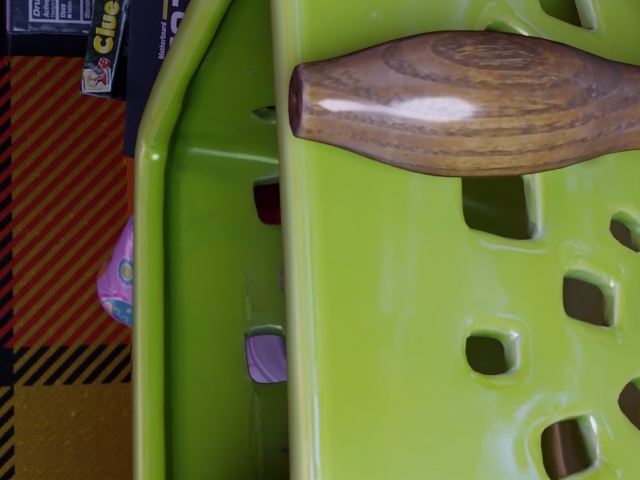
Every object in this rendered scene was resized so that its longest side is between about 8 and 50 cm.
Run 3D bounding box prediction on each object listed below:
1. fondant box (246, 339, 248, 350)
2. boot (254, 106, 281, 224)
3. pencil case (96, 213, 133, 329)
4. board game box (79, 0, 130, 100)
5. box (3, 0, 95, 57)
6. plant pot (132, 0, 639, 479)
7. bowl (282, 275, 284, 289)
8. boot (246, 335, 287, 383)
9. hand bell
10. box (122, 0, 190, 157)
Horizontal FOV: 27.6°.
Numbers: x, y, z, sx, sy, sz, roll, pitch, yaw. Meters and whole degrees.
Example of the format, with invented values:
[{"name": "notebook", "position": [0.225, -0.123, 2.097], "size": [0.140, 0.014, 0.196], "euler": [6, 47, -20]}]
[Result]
[{"name": "fondant box", "position": [-0.116, 0.082, 1.520], "size": [0.330, 0.096, 0.238], "euler": [-106, 22, -43]}, {"name": "boot", "position": [0.008, -0.127, 0.766], "size": [0.284, 0.138, 0.377], "euler": [-65, 8, -30]}, {"name": "pencil case", "position": [-0.110, -0.023, 1.282], "size": [0.284, 0.124, 0.124], "euler": [-48, 38, 32]}, {"name": "board game box", "position": [-0.139, -0.177, 1.057], "size": [0.259, 0.030, 0.136], "euler": [-35, -46, -85]}, {"name": "box", "position": [-0.203, -0.358, 1.449], "size": [0.182, 0.293, 0.296], "euler": [180, 90, -75]}, {"name": "plant pot", "position": [0.051, 0.021, 0.483], "size": [0.228, 0.207, 0.227], "euler": [132, 139, -63]}, {"name": "bowl", "position": [0.000, 0.000, 0.975], "size": [0.142, 0.053, 0.142], "euler": [-88, -4, -52]}, {"name": "boot", "position": [-0.012, 0.045, 1.091], "size": [0.258, 0.095, 0.123], "euler": [-113, 35, -63]}, {"name": "hand bell", "position": [0.111, -0.039, 0.363], "size": [0.126, 0.242, 0.126], "euler": [180, 90, -75]}, {"name": "box", "position": [-0.056, -0.287, 1.038], "size": [0.395, 0.097, 0.318], "euler": [-74, -3, -52]}]
